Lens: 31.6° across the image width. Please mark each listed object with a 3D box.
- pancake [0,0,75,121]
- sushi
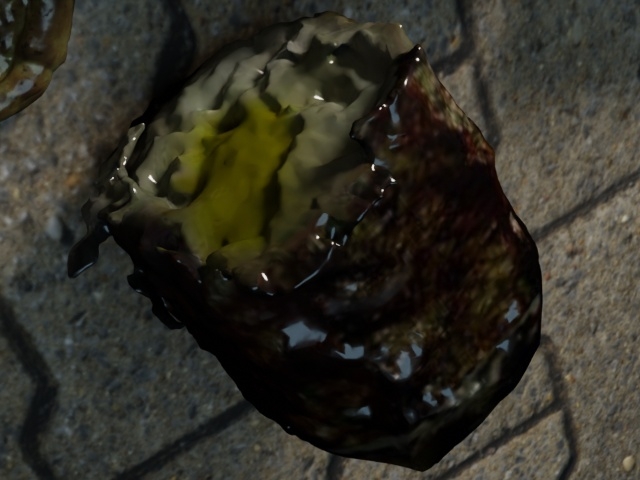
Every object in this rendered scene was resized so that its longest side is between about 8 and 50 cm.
[{"bbox_3d":[-0.300,-0.182,0.809,0.250,0.031,0.250,-12,121,-21],"label":"pancake"},{"bbox_3d":[0.000,-0.002,0.917,0.281,0.299,0.294,-57,133,-19],"label":"sushi"}]
